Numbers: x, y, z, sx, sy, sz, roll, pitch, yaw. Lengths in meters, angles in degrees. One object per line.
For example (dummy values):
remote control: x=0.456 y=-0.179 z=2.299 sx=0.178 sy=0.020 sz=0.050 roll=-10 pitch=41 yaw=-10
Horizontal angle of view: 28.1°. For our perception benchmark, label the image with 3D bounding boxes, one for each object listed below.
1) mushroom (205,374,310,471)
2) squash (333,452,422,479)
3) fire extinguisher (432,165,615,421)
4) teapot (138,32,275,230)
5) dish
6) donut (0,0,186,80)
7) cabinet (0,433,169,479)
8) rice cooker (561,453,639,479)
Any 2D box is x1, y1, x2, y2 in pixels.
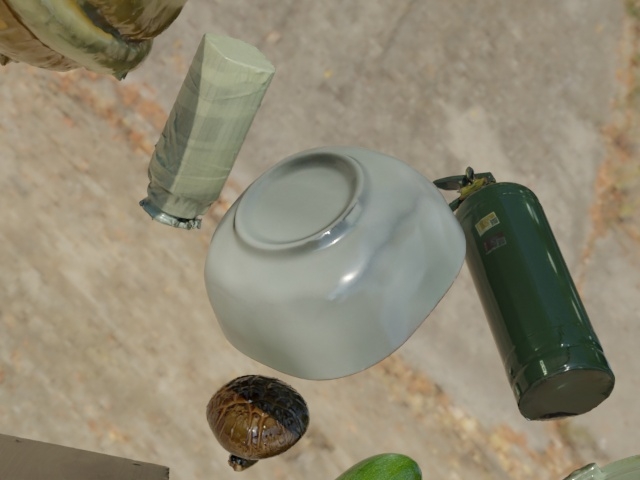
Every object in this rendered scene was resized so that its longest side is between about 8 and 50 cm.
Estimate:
mushroom: x=-0.071 y=0.192 z=1.392 sx=0.126 sy=0.109 sz=0.085 roll=38 pitch=-16 yaw=55
squash: x=0.000 y=0.365 z=1.389 sx=0.107 sy=0.107 sz=0.395 roll=45 pitch=46 yaw=-6
fire extinguisher: x=0.193 y=0.035 z=1.282 sx=0.095 sy=0.114 sz=0.311 roll=45 pitch=24 yaw=-45
teapot: x=-0.131 y=-0.118 z=1.343 sx=0.077 sy=0.200 sz=0.107 roll=8 pitch=28 yaw=-39
dish: x=0.000 y=0.000 z=1.212 sx=0.256 sy=0.256 sz=0.117 roll=-113 pitch=177 yaw=-50
donut: x=-0.232 y=-0.335 z=1.059 sx=0.449 sy=0.198 sz=0.449 roll=-13 pitch=90 yaw=-81
cabinet: x=-0.211 y=0.207 z=0.751 sx=0.215 sy=0.174 sz=0.148 roll=12 pitch=-1 yaw=-4
rice cooker: x=0.258 y=0.281 z=0.880 sx=0.244 sy=0.226 sz=0.226 roll=62 pitch=12 yaw=-18
